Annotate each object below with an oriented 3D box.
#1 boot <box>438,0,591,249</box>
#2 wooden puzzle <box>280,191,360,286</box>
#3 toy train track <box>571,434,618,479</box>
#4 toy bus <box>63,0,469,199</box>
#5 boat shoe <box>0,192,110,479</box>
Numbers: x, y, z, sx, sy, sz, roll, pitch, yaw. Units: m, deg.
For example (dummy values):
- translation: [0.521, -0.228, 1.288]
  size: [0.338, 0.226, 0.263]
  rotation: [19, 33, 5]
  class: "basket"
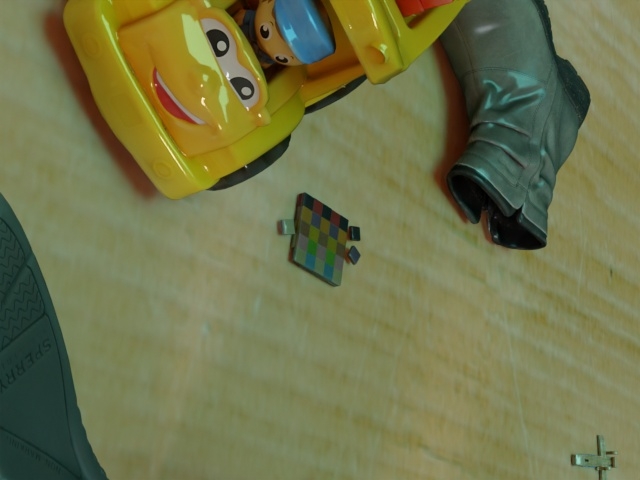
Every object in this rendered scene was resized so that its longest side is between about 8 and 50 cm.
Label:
- translation: [0.136, -0.109, 0.917]
  size: [0.246, 0.083, 0.161]
  rotation: [44, 56, -36]
  class: "boot"
- translation: [0.000, 0.000, 0.770]
  size: [0.083, 0.006, 0.049]
  rotation: [32, 58, -44]
  class: "wooden puzzle"
- translation: [0.252, 0.200, 1.044]
  size: [0.083, 0.014, 0.048]
  rotation: [15, 70, -49]
  class: "toy train track"
- translation: [0.003, -0.137, 0.641]
  size: [0.220, 0.211, 0.149]
  rotation: [-50, 122, -44]
  class: "toy bus"
- translation: [-0.152, 0.130, 0.484]
  size: [0.118, 0.103, 0.320]
  rotation: [-50, 128, -67]
  class: "boat shoe"
